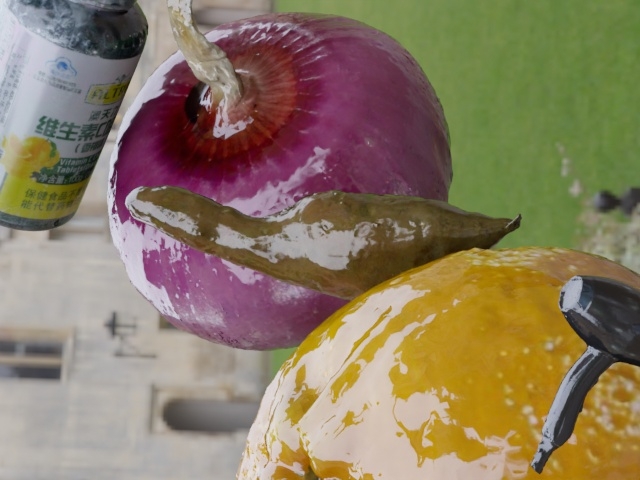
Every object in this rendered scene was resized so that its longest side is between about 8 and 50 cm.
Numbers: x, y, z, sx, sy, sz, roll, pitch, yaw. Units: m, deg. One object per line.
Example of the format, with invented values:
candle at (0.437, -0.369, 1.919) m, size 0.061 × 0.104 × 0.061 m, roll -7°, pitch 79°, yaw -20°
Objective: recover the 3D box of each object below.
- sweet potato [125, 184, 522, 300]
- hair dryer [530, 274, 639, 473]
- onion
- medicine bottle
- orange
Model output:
sweet potato at (-0.002, 0.002, 0.900) m, size 0.075 × 0.269 × 0.075 m, roll 5°, pitch -90°, yaw -78°
hair dryer at (0.116, 0.061, 0.543) m, size 0.083 × 0.079 × 0.031 m, roll -58°, pitch 20°, yaw 1°
onion at (-0.062, -0.068, 1.324) m, size 0.358 × 0.345 × 0.358 m, roll -16°, pitch 68°, yaw 43°
medicine bottle at (-0.253, -0.160, 1.280) m, size 0.141 × 0.141 × 0.293 m, roll -95°, pitch 28°, yaw -59°
orange at (0.103, 0.169, 0.782) m, size 0.340 × 0.293 × 0.341 m, roll -31°, pitch 52°, yaw 52°
